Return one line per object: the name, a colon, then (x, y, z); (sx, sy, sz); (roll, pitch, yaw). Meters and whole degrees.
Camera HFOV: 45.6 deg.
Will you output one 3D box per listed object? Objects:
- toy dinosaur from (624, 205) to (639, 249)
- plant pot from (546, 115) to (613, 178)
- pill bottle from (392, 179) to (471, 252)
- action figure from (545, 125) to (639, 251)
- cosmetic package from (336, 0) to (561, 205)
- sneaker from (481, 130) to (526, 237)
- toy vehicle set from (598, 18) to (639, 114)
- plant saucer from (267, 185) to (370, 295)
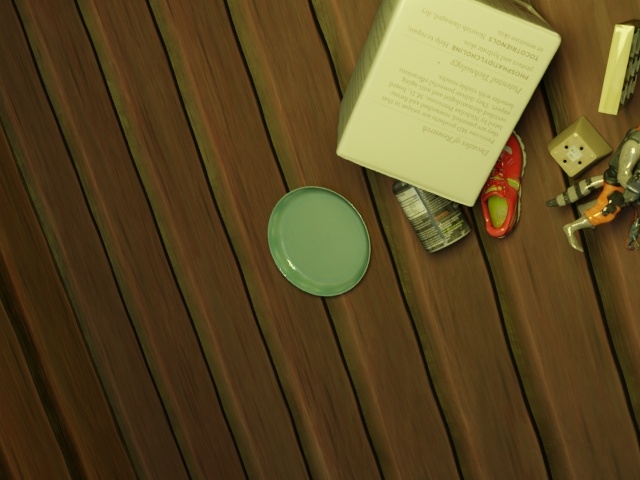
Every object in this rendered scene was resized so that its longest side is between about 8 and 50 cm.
toy dinosaur: (0.725, -0.020, 1.756); (0.082, 0.047, 0.090); (-55, 44, 39)
plant pot: (0.579, -0.202, 1.725); (0.109, 0.096, 0.109); (-42, 85, 32)
pill bottle: (0.265, -0.104, 1.902); (0.130, 0.130, 0.245); (-28, 92, 32)
action figure: (0.628, -0.132, 1.601); (0.178, 0.341, 0.330); (49, 123, 21)
cosmetic package: (0.252, -0.356, 1.655); (0.327, 0.329, 0.393); (19, 118, -8)
sneaker: (0.428, -0.140, 1.811); (0.107, 0.118, 0.279); (-1, 106, 27)
toy vehicle set: (0.620, -0.360, 1.553); (0.035, 0.267, 0.166); (14, 113, 24)
plant saucer: (0.000, 0.000, 2.126); (0.318, 0.044, 0.317); (9, 109, 25)
